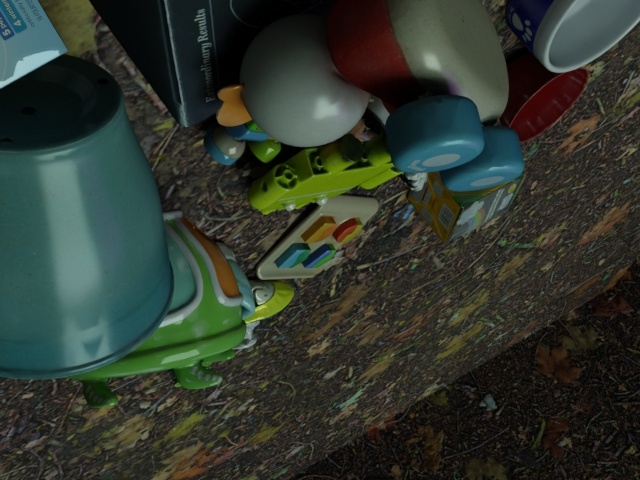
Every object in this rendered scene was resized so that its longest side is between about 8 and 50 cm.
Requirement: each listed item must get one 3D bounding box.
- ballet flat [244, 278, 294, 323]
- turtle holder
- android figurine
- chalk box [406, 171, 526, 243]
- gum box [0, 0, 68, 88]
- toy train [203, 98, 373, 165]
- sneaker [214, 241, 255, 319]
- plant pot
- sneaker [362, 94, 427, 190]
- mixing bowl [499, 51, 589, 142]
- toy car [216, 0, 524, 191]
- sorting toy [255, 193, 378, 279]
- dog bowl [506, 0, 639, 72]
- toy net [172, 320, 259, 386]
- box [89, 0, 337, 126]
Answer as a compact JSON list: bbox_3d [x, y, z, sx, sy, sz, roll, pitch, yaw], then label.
[{"bbox_3d":[-0.146,0.114,1.701,0.231,0.077,0.077,-23,137,-26],"label":"ballet flat"},{"bbox_3d":[-0.265,0.083,1.269,0.320,0.227,0.243,-7,-174,21],"label":"turtle holder"},{"bbox_3d":[0.004,-0.095,1.415,0.248,0.056,0.273,-12,170,-38],"label":"android figurine"},{"bbox_3d":[0.299,-0.114,1.830,0.213,0.132,0.132,-27,154,-25],"label":"chalk box"},{"bbox_3d":[-0.332,-0.183,0.779,0.184,0.041,0.157,-33,118,-11],"label":"gum box"},{"bbox_3d":[-0.039,-0.160,1.300,0.143,0.105,0.248,-38,160,29],"label":"toy train"},{"bbox_3d":[-0.253,0.114,1.434,0.366,0.150,0.135,-21,152,-34],"label":"sneaker"},{"bbox_3d":[-0.288,-0.044,0.971,0.272,0.272,0.255,-23,138,-31],"label":"plant pot"},{"bbox_3d":[0.149,-0.175,1.540,0.118,0.110,0.292,-45,158,-5],"label":"sneaker"},{"bbox_3d":[0.375,-0.270,1.680,0.181,0.098,0.181,-31,156,-16],"label":"mixing bowl"},{"bbox_3d":[0.024,-0.141,0.810,0.238,0.219,0.210,-15,168,26],"label":"toy car"},{"bbox_3d":[0.000,0.000,1.730,0.208,0.038,0.193,-48,155,24],"label":"sorting toy"},{"bbox_3d":[0.430,-0.400,1.504,0.265,0.104,0.265,-31,156,-15],"label":"dog bowl"},{"bbox_3d":[-0.183,0.215,1.800,0.232,0.045,0.122,-32,160,33],"label":"toy net"},{"bbox_3d":[-0.019,-0.336,0.833,0.395,0.212,0.293,-30,157,-18],"label":"box"}]
